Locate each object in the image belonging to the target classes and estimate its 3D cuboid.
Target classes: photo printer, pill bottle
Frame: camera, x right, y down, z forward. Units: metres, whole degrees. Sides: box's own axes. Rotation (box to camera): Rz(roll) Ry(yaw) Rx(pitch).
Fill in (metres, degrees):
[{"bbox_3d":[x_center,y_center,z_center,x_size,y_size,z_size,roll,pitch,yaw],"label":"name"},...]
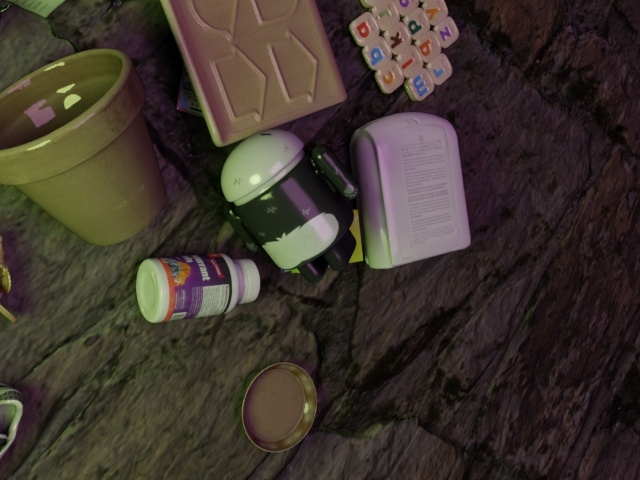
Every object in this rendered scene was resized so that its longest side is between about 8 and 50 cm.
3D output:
[{"bbox_3d":[0.188,-0.113,1.538,0.256,0.107,0.307,-13,97,-35],"label":"photo printer"},{"bbox_3d":[-0.206,0.077,1.255,0.193,0.108,0.108,-4,93,-36],"label":"pill bottle"}]

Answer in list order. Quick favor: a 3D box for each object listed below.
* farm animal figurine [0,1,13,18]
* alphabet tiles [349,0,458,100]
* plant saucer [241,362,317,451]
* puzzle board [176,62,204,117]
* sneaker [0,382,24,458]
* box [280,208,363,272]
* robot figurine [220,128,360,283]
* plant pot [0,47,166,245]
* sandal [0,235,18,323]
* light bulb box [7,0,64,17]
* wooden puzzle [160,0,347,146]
[{"bbox_3d":[-0.622,-0.266,0.932,0.330,0.172,0.327,35,82,-39],"label":"farm animal figurine"},{"bbox_3d":[0.185,-0.453,1.588,0.278,0.021,0.284,-43,114,-28],"label":"alphabet tiles"},{"bbox_3d":[-0.082,0.315,1.393,0.168,0.029,0.168,-1,91,-36],"label":"plant saucer"},{"bbox_3d":[-0.193,-0.267,1.323,0.128,0.011,0.096,12,83,-35],"label":"puzzle board"},{"bbox_3d":[-0.504,0.319,1.050,0.090,0.095,0.235,32,73,-33],"label":"sneaker"},{"bbox_3d":[0.000,0.000,1.444,0.178,0.042,0.109,-10,95,-36],"label":"box"},{"bbox_3d":[-0.051,-0.063,1.290,0.209,0.173,0.278,-40,105,-8],"label":"robot figurine"},{"bbox_3d":[-0.344,-0.122,1.091,0.263,0.263,0.229,-49,133,-25],"label":"plant pot"},{"bbox_3d":[-0.500,0.012,1.056,0.079,0.088,0.240,-48,111,-19],"label":"sandal"},{"bbox_3d":[-0.445,-0.498,0.929,0.361,0.358,0.225,18,78,-36],"label":"light bulb box"},{"bbox_3d":[-0.127,-0.363,1.325,0.348,0.080,0.322,-29,104,-39],"label":"wooden puzzle"}]
